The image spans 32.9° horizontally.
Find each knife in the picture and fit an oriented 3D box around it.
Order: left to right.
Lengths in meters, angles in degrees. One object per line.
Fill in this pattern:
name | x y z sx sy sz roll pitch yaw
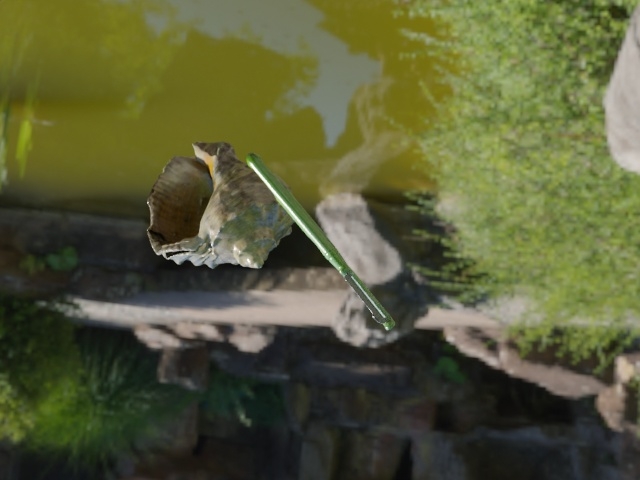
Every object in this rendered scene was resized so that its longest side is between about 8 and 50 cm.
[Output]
knife | 0.001 -0.001 1.017 0.015 0.212 0.054 -41 174 4

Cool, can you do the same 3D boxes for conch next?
conch | -0.115 -0.040 1.165 0.155 0.207 0.130 -15 142 -22
